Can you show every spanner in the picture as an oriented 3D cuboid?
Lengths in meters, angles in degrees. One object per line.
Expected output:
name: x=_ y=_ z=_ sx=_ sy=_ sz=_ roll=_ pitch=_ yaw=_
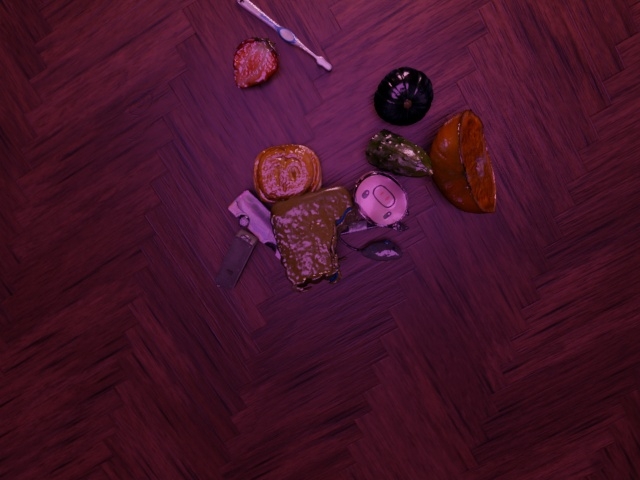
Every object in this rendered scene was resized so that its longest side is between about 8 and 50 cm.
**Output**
spanner: x=0.159 y=-0.049 z=1.667 sx=0.315 sy=0.024 sz=0.087 roll=-12 pitch=82 yaw=2

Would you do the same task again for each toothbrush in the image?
toothbrush: x=-0.117 y=-0.680 z=1.558 sx=0.386 sy=0.040 sz=0.040 roll=36 pitch=100 yaw=-5

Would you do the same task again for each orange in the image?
orange: x=0.472 y=-0.249 z=1.523 sx=0.274 sy=0.274 sz=0.310 roll=5 pitch=128 yaw=1

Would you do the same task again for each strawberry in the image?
strawberry: x=-0.212 y=-0.578 z=1.562 sx=0.146 sy=0.082 sz=0.187 roll=41 pitch=106 yaw=-1

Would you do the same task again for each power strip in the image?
power strip: x=-0.296 y=0.069 z=1.659 sx=0.078 sy=0.052 sz=0.272 roll=30 pitch=124 yaw=-2

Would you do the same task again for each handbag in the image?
handbag: x=0.202 y=-0.143 z=1.602 sx=0.179 sy=0.116 sz=0.205 roll=-45 pitch=85 yaw=3

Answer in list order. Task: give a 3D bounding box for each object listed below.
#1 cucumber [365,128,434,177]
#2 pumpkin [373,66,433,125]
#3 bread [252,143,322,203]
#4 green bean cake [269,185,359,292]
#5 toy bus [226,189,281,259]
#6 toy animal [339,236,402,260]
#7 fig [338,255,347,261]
cucumber: x=0.270 y=-0.261 z=1.529 sx=0.244 sy=0.134 sz=0.134 roll=36 pitch=103 yaw=36
pumpkin: x=0.270 y=-0.461 z=1.536 sx=0.194 sy=0.150 sz=0.194 roll=3 pitch=109 yaw=9
bread: x=-0.114 y=-0.225 z=1.606 sx=0.236 sy=0.120 sz=0.198 roll=-6 pitch=92 yaw=0
green bean cake: x=0.000 y=0.000 z=1.546 sx=0.285 sy=0.202 sz=0.310 roll=-13 pitch=81 yaw=-3
toy bus: x=-0.197 y=-0.050 z=1.662 sx=0.274 sy=0.090 sz=0.112 roll=44 pitch=92 yaw=-8
toy animal: x=0.166 y=0.024 z=1.686 sx=0.253 sy=0.070 sz=0.079 roll=15 pitch=66 yaw=10
fig: x=0.012 y=0.058 z=1.675 sx=0.166 sy=0.093 sz=0.093 roll=10 pitch=101 yaw=3
